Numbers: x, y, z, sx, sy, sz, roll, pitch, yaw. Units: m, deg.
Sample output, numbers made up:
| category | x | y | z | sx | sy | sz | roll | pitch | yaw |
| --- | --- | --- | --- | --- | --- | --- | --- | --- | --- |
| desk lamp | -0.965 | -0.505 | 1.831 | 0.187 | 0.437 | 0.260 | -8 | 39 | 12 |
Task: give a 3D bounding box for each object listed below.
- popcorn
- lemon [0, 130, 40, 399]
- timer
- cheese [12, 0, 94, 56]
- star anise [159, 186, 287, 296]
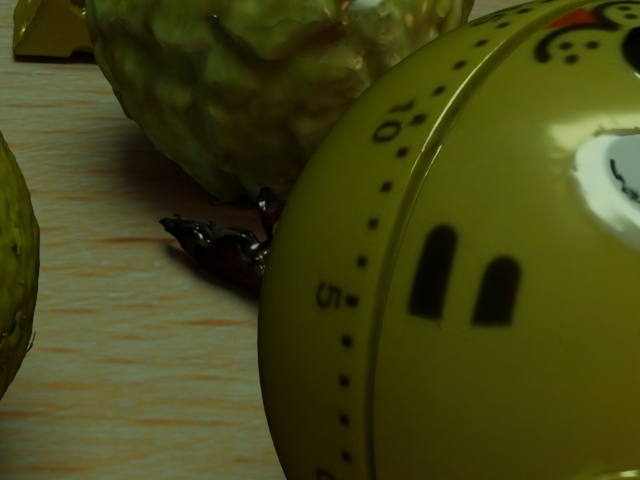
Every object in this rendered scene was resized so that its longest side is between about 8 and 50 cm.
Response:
| category | x | y | z | sx | sy | sz | roll | pitch | yaw |
| --- | --- | --- | --- | --- | --- | --- | --- | --- | --- |
| popcorn | -0.032 | -0.163 | 1.375 | 0.282 | 0.247 | 0.282 | -1 | 67 | 2 |
| lemon | -0.283 | 0.001 | 1.044 | 0.258 | 0.258 | 0.310 | -14 | 30 | -31 |
| timer | 0.169 | 0.050 | 0.934 | 0.387 | 0.376 | 0.376 | 9 | 24 | 44 |
| cheese | -0.144 | -0.186 | 1.594 | 0.171 | 0.126 | 0.093 | 22 | 22 | -19 |
| star anise | 0.002 | 0.003 | 1.260 | 0.157 | 0.053 | 0.212 | -36 | 42 | -7 |
